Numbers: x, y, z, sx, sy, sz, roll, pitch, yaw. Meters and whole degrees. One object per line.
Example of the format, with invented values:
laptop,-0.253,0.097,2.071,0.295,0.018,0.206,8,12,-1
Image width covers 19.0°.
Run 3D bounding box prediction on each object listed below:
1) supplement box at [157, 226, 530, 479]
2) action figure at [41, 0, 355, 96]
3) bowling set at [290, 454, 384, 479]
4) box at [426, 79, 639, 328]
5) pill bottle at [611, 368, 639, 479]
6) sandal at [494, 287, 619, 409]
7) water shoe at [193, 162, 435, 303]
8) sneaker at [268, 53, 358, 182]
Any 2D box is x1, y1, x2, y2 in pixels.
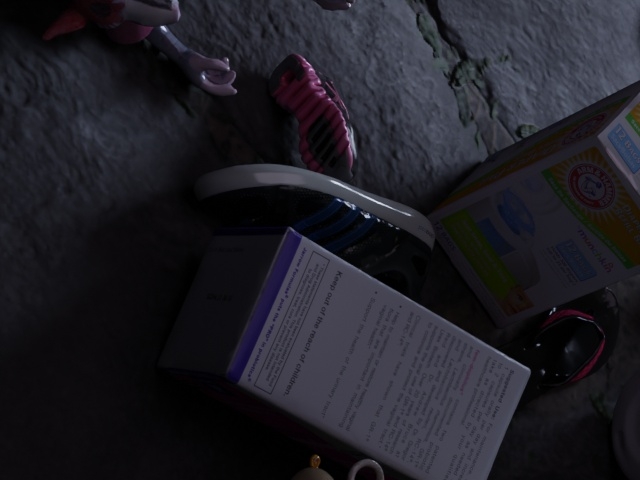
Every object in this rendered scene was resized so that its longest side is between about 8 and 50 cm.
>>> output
supplement box,0.018,0.088,1.319,0.220,0.111,0.114,29,76,-26
action figure,-0.073,-0.255,1.306,0.370,0.248,0.276,-38,97,-43
bowling set,0.037,0.281,1.184,0.154,0.200,0.287,13,81,-32
box,0.197,-0.028,1.459,0.114,0.203,0.103,54,49,-8
pill bottle,0.342,0.165,1.564,0.193,0.108,0.108,14,65,-34
sandal,0.191,0.087,1.518,0.179,0.040,0.067,-29,92,-41
water shoe,0.000,0.000,1.382,0.203,0.073,0.080,15,73,-31
sneaker,0.007,-0.087,1.423,0.057,0.047,0.119,23,35,-47
